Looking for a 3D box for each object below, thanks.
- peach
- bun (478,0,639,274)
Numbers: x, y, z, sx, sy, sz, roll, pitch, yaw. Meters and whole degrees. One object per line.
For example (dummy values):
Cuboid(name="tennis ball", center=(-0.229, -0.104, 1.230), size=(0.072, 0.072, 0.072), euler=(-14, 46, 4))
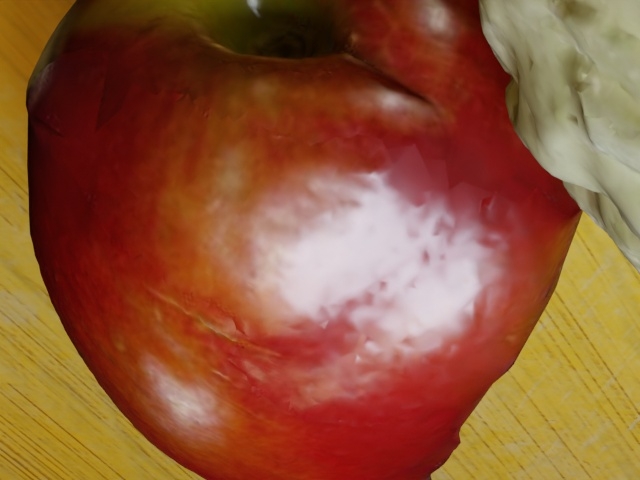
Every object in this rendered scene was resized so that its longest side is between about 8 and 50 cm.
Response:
Cuboid(name="peach", center=(0.000, 0.000, 0.859), size=(0.281, 0.281, 0.338), euler=(0, 142, 11))
Cuboid(name="bun", center=(0.241, -0.094, 0.624), size=(0.349, 0.227, 0.352), euler=(-35, 134, 10))
